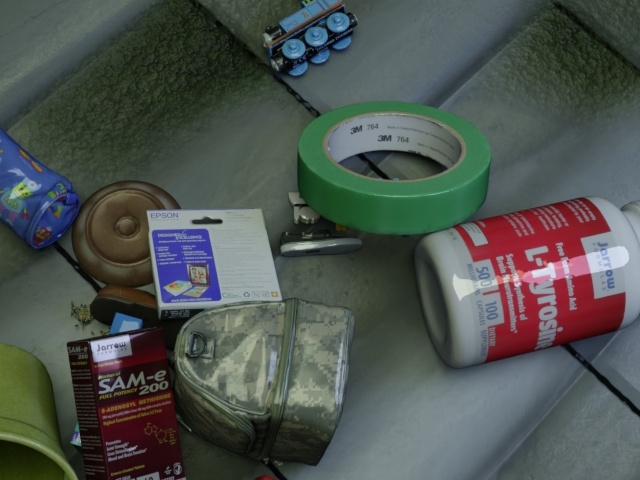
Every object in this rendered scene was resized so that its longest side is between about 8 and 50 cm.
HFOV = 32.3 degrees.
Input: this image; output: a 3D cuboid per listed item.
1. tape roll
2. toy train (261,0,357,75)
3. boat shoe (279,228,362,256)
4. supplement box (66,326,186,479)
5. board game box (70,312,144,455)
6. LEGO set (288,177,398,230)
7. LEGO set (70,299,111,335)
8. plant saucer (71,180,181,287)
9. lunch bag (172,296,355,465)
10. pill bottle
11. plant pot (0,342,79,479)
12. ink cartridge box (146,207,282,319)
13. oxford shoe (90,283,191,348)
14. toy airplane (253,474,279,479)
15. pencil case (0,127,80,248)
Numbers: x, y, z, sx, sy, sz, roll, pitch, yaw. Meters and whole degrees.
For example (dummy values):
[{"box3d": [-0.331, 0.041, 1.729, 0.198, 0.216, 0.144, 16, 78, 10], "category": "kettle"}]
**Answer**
[{"box3d": [0.121, -0.127, 1.844, 0.321, 0.077, 0.321, 0, 35, 0], "category": "tape roll"}, {"box3d": [-0.024, -0.378, 2.019, 0.184, 0.080, 0.105, -33, 66, -11], "category": "toy train"}, {"box3d": [0.000, 0.000, 1.896, 0.142, 0.049, 0.040, -4, 70, -2], "category": "boat shoe"}, {"box3d": [-0.283, 0.255, 1.619, 0.130, 0.073, 0.240, -9, 89, -40], "category": "supplement box"}, {"box3d": [-0.325, 0.236, 1.733, 0.047, 0.160, 0.210, 16, 71, 2], "category": "board game box"}, {"box3d": [0.058, -0.051, 1.893, 0.227, 0.087, 0.093, 1, 64, -2], "category": "LEGO set"}, {"box3d": [-0.385, 0.132, 1.844, 0.054, 0.023, 0.083, -28, 87, -10], "category": "LEGO set"}, {"box3d": [-0.329, -0.018, 1.891, 0.198, 0.036, 0.199, 1, 71, -2], "category": "plant saucer"}, {"box3d": [-0.100, 0.214, 1.683, 0.256, 0.305, 0.213, 11, 67, -3], "category": "lunch bag"}, {"box3d": [0.376, 0.056, 1.800, 0.407, 0.229, 0.229, -13, 71, -7], "category": "pill bottle"}, {"box3d": [-0.493, 0.298, 1.637, 0.276, 0.276, 0.254, -9, 35, -6], "category": "plant pot"}, {"box3d": [-0.180, 0.036, 1.842, 0.206, 0.045, 0.208, -1, 51, -16], "category": "ink cartridge box"}, {"box3d": [-0.269, 0.120, 1.831, 0.212, 0.076, 0.076, 22, 30, -6], "category": "oxford shoe"}, {"box3d": [-0.164, 0.539, 1.608, 0.384, 0.272, 0.386, -18, 108, 1], "category": "toy airplane"}, {"box3d": [-0.545, -0.124, 1.870, 0.306, 0.119, 0.133, 40, 102, 10], "category": "pencil case"}]
